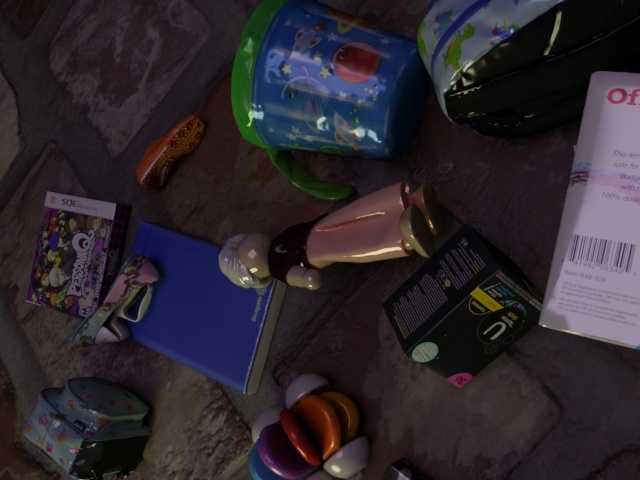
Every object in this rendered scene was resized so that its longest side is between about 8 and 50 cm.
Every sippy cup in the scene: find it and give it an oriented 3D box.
[{"bbox_3d":[0.029,-0.219,0.947,0.224,0.305,0.240,20,68,22],"label":"sippy cup"}]

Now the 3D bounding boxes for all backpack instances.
[{"bbox_3d":[-0.408,0.318,1.159,0.188,0.166,0.144,16,90,26],"label":"backpack"},{"bbox_3d":[0.291,-0.267,0.787,0.355,0.290,0.273,-43,57,26],"label":"backpack"}]

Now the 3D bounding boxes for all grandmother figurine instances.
[{"bbox_3d":[0.000,0.000,0.955,0.342,0.208,0.104,-14,103,29],"label":"grandmother figurine"}]

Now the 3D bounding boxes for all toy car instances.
[{"bbox_3d":[-0.031,0.294,0.963,0.182,0.136,0.159,-46,65,17],"label":"toy car"}]

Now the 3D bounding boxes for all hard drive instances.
[{"bbox_3d":[-0.216,0.106,1.146,0.318,0.040,0.210,17,92,30],"label":"hard drive"}]

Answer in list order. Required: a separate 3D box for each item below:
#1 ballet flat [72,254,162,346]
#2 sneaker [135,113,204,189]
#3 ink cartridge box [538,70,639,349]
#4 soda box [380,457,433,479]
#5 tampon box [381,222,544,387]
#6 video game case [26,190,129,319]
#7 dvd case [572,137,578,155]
[{"bbox_3d":[-0.353,0.125,1.164,0.079,0.077,0.221,41,105,7],"label":"ballet flat"},{"bbox_3d":[-0.279,-0.170,1.205,0.175,0.064,0.067,-42,56,16],"label":"sneaker"},{"bbox_3d":[0.376,-0.019,0.712,0.198,0.197,0.270,13,91,30],"label":"ink cartridge box"},{"bbox_3d":[0.157,0.370,0.896,0.169,0.053,0.060,31,100,28],"label":"soda box"},{"bbox_3d":[0.185,0.087,0.857,0.161,0.120,0.101,-46,33,17],"label":"tampon box"},{"bbox_3d":[-0.479,0.028,1.305,0.210,0.042,0.232,11,90,32],"label":"video game case"},{"bbox_3d":[0.411,-0.037,0.819,0.164,0.018,0.221,-10,79,29],"label":"dvd case"}]
